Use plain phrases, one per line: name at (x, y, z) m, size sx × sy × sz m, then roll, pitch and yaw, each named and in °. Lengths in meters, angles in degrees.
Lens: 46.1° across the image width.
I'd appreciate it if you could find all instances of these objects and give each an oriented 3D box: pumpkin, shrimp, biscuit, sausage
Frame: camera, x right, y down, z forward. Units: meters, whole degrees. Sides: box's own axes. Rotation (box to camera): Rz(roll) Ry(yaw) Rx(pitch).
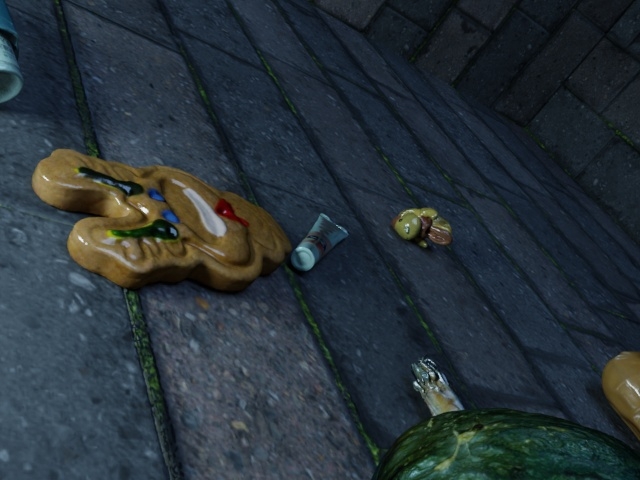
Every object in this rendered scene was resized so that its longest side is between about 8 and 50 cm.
pumpkin at (0.153, 0.224, 0.566) m, size 0.263 × 0.197 × 0.293 m, roll 26°, pitch -8°, yaw -3°
shrimp at (0.197, 0.232, 0.928) m, size 0.152 × 0.046 × 0.219 m, roll 7°, pitch 42°, yaw -49°
biscuit at (-0.162, -0.023, 0.883) m, size 0.334 × 0.047 × 0.202 m, roll 9°, pitch 37°, yaw -50°
sausage at (0.579, 0.295, 1.273) m, size 0.136 × 0.120 × 0.241 m, roll -2°, pitch 44°, yaw -35°

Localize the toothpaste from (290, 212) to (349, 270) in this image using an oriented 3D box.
toothpaste at (0.000, 0.000, 1.090) m, size 0.056 × 0.036 × 0.205 m, roll 37°, pitch 19°, yaw 2°

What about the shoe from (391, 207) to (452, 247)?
shoe at (0.188, -0.026, 1.355) m, size 0.109 × 0.072 × 0.069 m, roll 28°, pitch 20°, yaw -23°

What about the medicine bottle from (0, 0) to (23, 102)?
medicine bottle at (-0.427, -0.268, 0.889) m, size 0.079 × 0.124 × 0.258 m, roll 9°, pitch 47°, yaw -58°
